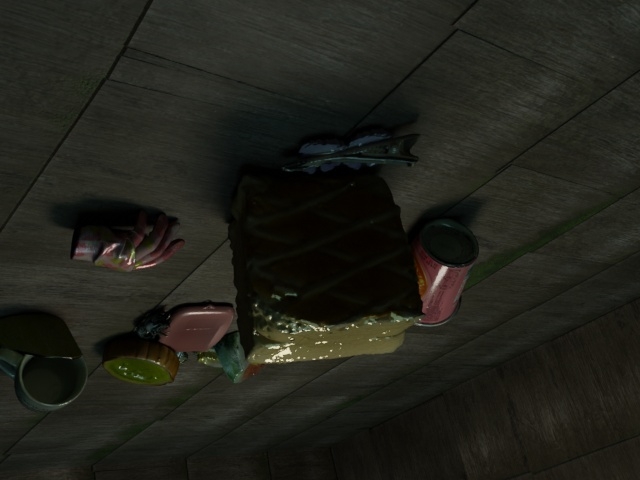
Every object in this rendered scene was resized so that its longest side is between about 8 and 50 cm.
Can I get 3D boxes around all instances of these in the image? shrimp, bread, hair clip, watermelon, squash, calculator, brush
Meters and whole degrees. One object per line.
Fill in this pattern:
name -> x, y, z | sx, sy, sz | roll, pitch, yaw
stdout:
shrimp -> -0.481, 0.251, 2.079 | 0.076, 0.082, 0.174 | 4, 156, -41
bread -> -0.550, 0.376, 2.235 | 0.236, 0.070, 0.236 | 3, 147, 2
hair clip -> 0.064, -0.176, 1.506 | 0.292, 0.085, 0.106 | -7, 159, -3
watermelon -> -0.236, 0.386, 2.432 | 0.094, 0.154, 0.241 | -27, 164, 24
bread -> 0.001, 0.056, 1.602 | 0.389, 0.371, 0.279 | 0, 155, -18
squash -> -0.753, 0.277, 1.917 | 0.236, 0.155, 0.204 | 10, 144, -43
calculator -> -0.384, 0.271, 2.201 | 0.220, 0.048, 0.330 | 3, 148, -27
brush -> -0.317, 0.410, 2.495 | 0.068, 0.060, 0.296 | -34, 148, 30

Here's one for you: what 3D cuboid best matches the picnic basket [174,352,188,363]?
picnic basket -> -0.471, 0.375, 2.356 | 0.083, 0.065, 0.083 | 0, 130, -35

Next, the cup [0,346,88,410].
cup -> -0.831, 0.391, 2.115 | 0.258, 0.186, 0.234 | 33, 145, -17

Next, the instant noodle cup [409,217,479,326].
instant noodle cup -> 0.314, 0.075, 1.991 | 0.243, 0.244, 0.255 | -5, 144, -17

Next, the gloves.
gloves -> -0.416, 0.012, 1.595 | 0.241, 0.126, 0.145 | 8, 142, -24
